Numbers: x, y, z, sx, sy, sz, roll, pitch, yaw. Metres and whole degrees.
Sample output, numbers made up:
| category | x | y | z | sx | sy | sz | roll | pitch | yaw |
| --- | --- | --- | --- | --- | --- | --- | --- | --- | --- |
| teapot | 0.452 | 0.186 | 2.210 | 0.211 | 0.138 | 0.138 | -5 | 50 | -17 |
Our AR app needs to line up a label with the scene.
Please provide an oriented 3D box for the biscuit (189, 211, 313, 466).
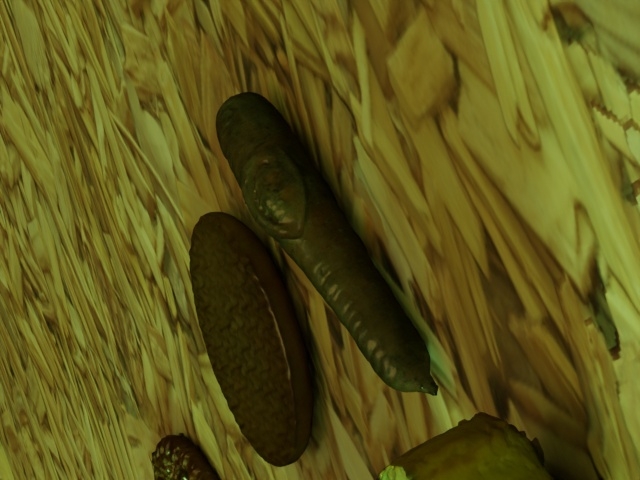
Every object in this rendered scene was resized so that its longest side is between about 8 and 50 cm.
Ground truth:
| category | x | y | z | sx | sy | sz | roll | pitch | yaw |
| --- | --- | --- | --- | --- | --- | --- | --- | --- | --- |
| biscuit | -0.065 | 0.093 | 1.746 | 0.262 | 0.037 | 0.262 | 163 | 90 | -71 |

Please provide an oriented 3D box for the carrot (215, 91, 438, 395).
| category | x | y | z | sx | sy | sz | roll | pitch | yaw |
| --- | --- | --- | --- | --- | --- | --- | --- | --- | --- |
| carrot | 0.000 | 0.001 | 1.455 | 0.342 | 0.070 | 0.070 | 57 | 155 | 36 |

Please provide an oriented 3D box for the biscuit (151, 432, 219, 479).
| category | x | y | z | sx | sy | sz | roll | pitch | yaw |
| --- | --- | --- | --- | --- | --- | --- | --- | --- | --- |
| biscuit | -0.143 | 0.378 | 2.191 | 0.305 | 0.038 | 0.305 | 163 | 90 | -71 |

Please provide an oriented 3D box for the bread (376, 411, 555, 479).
| category | x | y | z | sx | sy | sz | roll | pitch | yaw |
| --- | --- | --- | --- | --- | --- | --- | --- | --- | --- |
| bread | 0.117 | 0.214 | 1.203 | 0.160 | 0.147 | 0.260 | 48 | 154 | 33 |
